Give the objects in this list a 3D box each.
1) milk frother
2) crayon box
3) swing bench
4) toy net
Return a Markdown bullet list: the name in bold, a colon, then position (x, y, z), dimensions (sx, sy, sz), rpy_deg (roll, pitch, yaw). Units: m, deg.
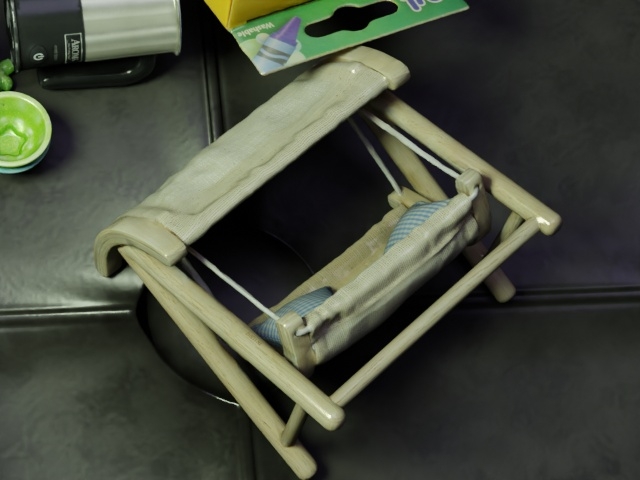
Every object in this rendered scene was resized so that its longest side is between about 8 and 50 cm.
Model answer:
- **milk frother**: position (-0.192, -0.203, 1.621), dimensions (0.134, 0.129, 0.143), rpy_deg (-7, 74, -12)
- **crayon box**: position (-0.038, -0.294, 1.630), dimensions (0.203, 0.083, 0.323), rpy_deg (-20, 56, -25)
- **swing bench**: position (0.000, 0.000, 1.552), dimensions (0.253, 0.165, 0.255), rpy_deg (-40, 79, -22)
- **toy net**: position (-0.336, -0.077, 1.587), dimensions (0.232, 0.045, 0.122), rpy_deg (-20, 73, -17)
